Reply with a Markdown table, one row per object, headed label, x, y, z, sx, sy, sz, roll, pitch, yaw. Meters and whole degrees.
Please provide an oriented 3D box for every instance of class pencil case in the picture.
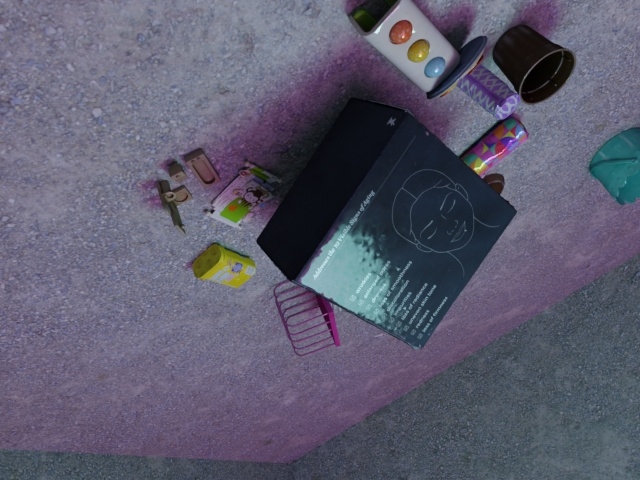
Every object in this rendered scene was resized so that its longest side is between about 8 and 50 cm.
| label | x | y | z | sx | sy | sz | roll | pitch | yaw |
| --- | --- | --- | --- | --- | --- | --- | --- | --- | --- |
| pencil case | 0.570 | -0.298 | 1.728 | 0.105 | 0.104 | 0.236 | 17 | 126 | -45 |
| pencil case | 0.436 | -0.411 | 1.406 | 0.086 | 0.206 | 0.088 | -49 | 149 | 16 |

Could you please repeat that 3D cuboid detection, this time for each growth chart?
| label | x | y | z | sx | sy | sz | roll | pitch | yaw |
| --- | --- | --- | --- | --- | --- | --- | --- | --- | --- |
| growth chart | -0.218 | -0.123 | 1.517 | 0.172 | 0.021 | 0.237 | 16 | 128 | -46 |

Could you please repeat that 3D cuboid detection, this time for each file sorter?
| label | x | y | z | sx | sy | sz | roll | pitch | yaw |
| --- | --- | --- | --- | --- | --- | --- | --- | --- | --- |
| file sorter | -0.055 | 0.288 | 2.000 | 0.183 | 0.202 | 0.290 | -20 | 145 | -6 |

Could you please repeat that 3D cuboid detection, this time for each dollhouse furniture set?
| label | x | y | z | sx | sy | sz | roll | pitch | yaw |
| --- | --- | --- | --- | --- | --- | --- | --- | --- | --- |
| dollhouse furniture set | -0.330 | -0.121 | 1.354 | 0.151 | 0.123 | 0.144 | -26 | 146 | 0 |

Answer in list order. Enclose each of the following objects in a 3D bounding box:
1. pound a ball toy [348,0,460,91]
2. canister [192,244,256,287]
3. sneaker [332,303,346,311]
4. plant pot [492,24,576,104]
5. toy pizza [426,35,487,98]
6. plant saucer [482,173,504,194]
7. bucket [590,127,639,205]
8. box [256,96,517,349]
| label | x | y | z | sx | sy | sz | roll | pitch | yaw |
| --- | --- | --- | --- | --- | --- | --- | --- | --- | --- |
| pound a ball toy | 0.222 | -0.500 | 1.205 | 0.208 | 0.135 | 0.319 | -42 | 143 | 22 |
| canister | -0.305 | 0.088 | 1.690 | 0.126 | 0.073 | 0.170 | -39 | 145 | 18 |
| sneaker | 0.144 | 0.158 | 1.930 | 0.105 | 0.115 | 0.281 | 87 | 27 | -54 |
| plant pot | 0.565 | -0.483 | 1.421 | 0.167 | 0.165 | 0.166 | -17 | 144 | -13 |
| toy pizza | 0.350 | -0.433 | 1.339 | 0.032 | 0.201 | 0.201 | 38 | 116 | -14 |
| plant saucer | 0.623 | -0.180 | 1.977 | 0.169 | 0.029 | 0.168 | -18 | 145 | -13 |
| bucket | 1.232 | -0.295 | 2.084 | 0.282 | 0.183 | 0.281 | -17 | 144 | -13 |
| box | 0.177 | -0.039 | 1.413 | 0.472 | 0.297 | 0.479 | 32 | 94 | -34 |
